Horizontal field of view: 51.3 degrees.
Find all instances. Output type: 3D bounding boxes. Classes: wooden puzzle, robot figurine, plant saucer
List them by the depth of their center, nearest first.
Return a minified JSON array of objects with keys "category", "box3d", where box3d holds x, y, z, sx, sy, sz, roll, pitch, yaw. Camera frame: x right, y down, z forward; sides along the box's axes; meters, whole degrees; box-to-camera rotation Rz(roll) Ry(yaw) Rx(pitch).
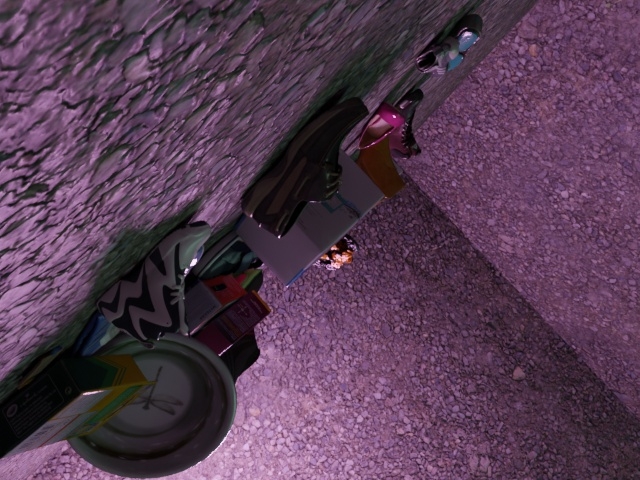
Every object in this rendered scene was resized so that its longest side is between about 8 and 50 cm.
[{"category":"wooden puzzle","box3d":[-0.489,0.217,1.160,0.116,0.014,0.078,-43,-177,8]},{"category":"plant saucer","box3d":[-0.401,0.371,1.571,0.400,0.400,0.100,-43,-156,6]},{"category":"robot figurine","box3d":[0.000,0.000,2.441,0.211,0.291,0.085,-43,-153,40]}]

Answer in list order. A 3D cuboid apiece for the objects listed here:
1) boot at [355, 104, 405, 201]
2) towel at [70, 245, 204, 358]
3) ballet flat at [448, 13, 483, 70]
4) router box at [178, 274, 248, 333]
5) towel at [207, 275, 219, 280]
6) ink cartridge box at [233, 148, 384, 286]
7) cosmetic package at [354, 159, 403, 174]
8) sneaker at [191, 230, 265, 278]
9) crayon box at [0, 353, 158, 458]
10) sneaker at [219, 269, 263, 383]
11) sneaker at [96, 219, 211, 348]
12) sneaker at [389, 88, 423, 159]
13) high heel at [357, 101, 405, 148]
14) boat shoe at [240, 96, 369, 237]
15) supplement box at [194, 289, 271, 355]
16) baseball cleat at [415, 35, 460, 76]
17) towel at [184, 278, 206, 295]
[{"category":"boot","box3d":[0.197,-0.249,2.060,0.295,0.211,0.104,-44,179,18]},{"category":"towel","box3d":[-0.360,0.119,1.333,0.285,0.034,0.209,-41,177,-45]},{"category":"ballet flat","box3d":[0.357,-0.512,1.732,0.213,0.072,0.068,140,-32,-66]},{"category":"router box","box3d":[-0.366,0.229,1.744,0.335,0.082,0.301,-41,177,6]},{"category":"towel","box3d":[-0.237,0.045,1.963,0.199,0.031,0.275,-50,178,40]},{"category":"ink cartridge box","box3d":[-0.026,-0.068,1.602,0.270,0.197,0.198,-41,177,-39]},{"category":"cosmetic package","box3d":[0.101,-0.170,2.675,0.453,0.161,0.230,-42,178,-31]},{"category":"sneaker","box3d":[-0.173,0.019,1.690,0.321,0.127,0.126,-40,179,-33]},{"category":"crayon box","box3d":[-0.495,0.326,1.359,0.203,0.083,0.323,-39,167,4]},{"category":"sneaker","box3d":[-0.277,0.284,1.991,0.185,0.202,0.482,-11,-133,38]},{"category":"sneaker","box3d":[-0.246,0.088,1.138,0.235,0.153,0.094,-42,180,-9]},{"category":"sneaker","box3d":[0.291,-0.364,2.174,0.106,0.162,0.281,-42,178,-33]},{"category":"high heel","box3d":[0.162,-0.314,1.868,0.117,0.082,0.244,-53,-168,-2]},{"category":"boat shoe","box3d":[-0.012,-0.137,1.329,0.355,0.130,0.132,-44,178,35]},{"category":"supplement box","box3d":[-0.230,0.223,1.765,0.104,0.081,0.188,-43,177,38]},{"category":"baseball cleat","box3d":[0.279,-0.450,1.666,0.110,0.072,0.206,-27,175,-5]},{"category":"towel","box3d":[-0.444,0.212,1.879,0.336,0.040,0.243,-44,178,-35]}]
